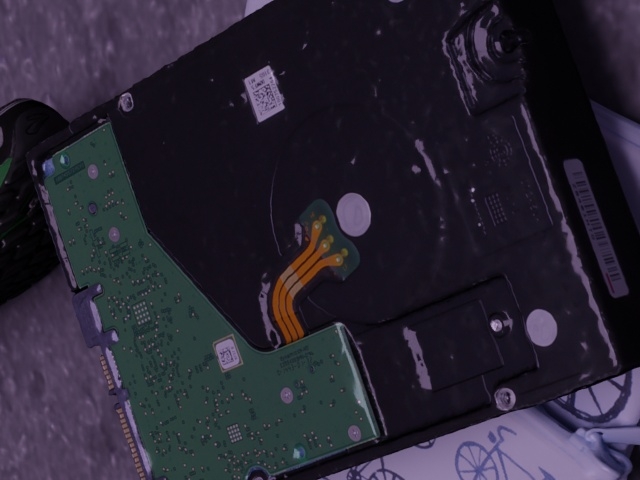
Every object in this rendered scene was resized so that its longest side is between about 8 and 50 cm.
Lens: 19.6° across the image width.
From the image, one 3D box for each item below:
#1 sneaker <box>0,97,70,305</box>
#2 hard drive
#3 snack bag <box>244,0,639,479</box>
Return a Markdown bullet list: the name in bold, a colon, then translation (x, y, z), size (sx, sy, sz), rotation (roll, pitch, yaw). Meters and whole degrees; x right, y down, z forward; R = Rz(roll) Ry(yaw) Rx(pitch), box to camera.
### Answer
- **sneaker**: translation (-0.272, -0.004, 1.188), size (0.343, 0.134, 0.146), rotation (-32, 87, 42)
- **hard drive**: translation (0.000, 0.000, 0.957), size (0.339, 0.064, 0.237), rotation (-26, 80, 40)
- **snack bag**: translation (0.043, 0.040, 0.993), size (0.323, 0.037, 0.342), rotation (34, 122, 31)
